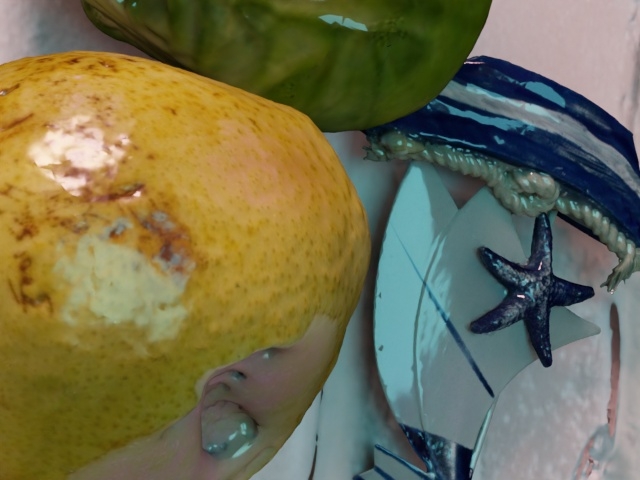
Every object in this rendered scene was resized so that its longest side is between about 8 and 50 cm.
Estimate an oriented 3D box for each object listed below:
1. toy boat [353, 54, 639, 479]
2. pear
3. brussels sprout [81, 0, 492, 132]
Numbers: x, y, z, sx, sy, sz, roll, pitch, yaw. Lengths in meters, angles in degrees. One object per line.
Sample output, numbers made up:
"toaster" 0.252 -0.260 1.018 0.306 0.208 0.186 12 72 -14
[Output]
"toy boat" 0.119 0.029 1.189 0.210 0.070 0.292 -2 90 -22
"pear" -0.104 0.026 0.974 0.271 0.271 0.271 2 85 -26
"brussels sprout" -0.035 -0.183 1.050 0.271 0.210 0.219 8 106 -20
